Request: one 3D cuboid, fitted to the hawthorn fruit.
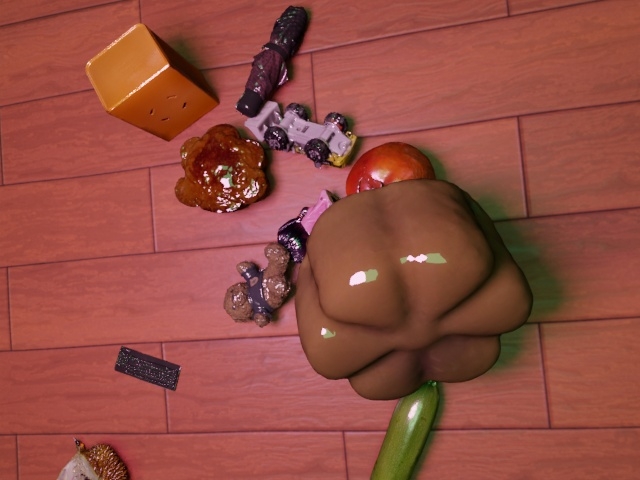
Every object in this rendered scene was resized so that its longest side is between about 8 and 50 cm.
[{"bbox_3d":[0.153,-0.118,1.097,0.211,0.299,0.212,4,102,21],"label":"hawthorn fruit"}]

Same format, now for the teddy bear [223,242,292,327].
[{"bbox_3d":[-0.145,0.130,1.236,0.251,0.129,0.182,-33,51,33],"label":"teddy bear"}]

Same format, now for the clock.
[{"bbox_3d":[0.000,0.000,1.222,0.195,0.100,0.194,-38,81,17],"label":"clock"}]

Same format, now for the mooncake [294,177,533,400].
[{"bbox_3d":[0.175,0.113,0.999,0.466,0.467,0.262,-21,41,10],"label":"mooncake"}]

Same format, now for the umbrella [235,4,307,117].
[{"bbox_3d":[-0.126,-0.462,1.240,0.090,0.094,0.326,17,75,38],"label":"umbrella"}]

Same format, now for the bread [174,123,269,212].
[{"bbox_3d":[-0.245,-0.184,1.258,0.246,0.135,0.232,6,89,12],"label":"bread"}]

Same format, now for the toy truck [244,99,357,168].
[{"bbox_3d":[-0.048,-0.266,1.231,0.285,0.111,0.136,23,62,20],"label":"toy truck"}]

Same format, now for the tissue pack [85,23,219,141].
[{"bbox_3d":[-0.417,-0.394,1.230,0.194,0.274,0.145,-31,82,9],"label":"tissue pack"}]

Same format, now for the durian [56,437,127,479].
[{"bbox_3d":[-0.626,0.657,1.321,0.193,0.138,0.237,-42,38,0],"label":"durian"}]

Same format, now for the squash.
[{"bbox_3d":[0.207,0.474,1.164,0.101,0.101,0.379,23,92,12],"label":"squash"}]

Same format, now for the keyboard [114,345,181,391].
[{"bbox_3d":[-0.488,0.360,1.354,0.196,0.015,0.074,15,91,12],"label":"keyboard"}]
